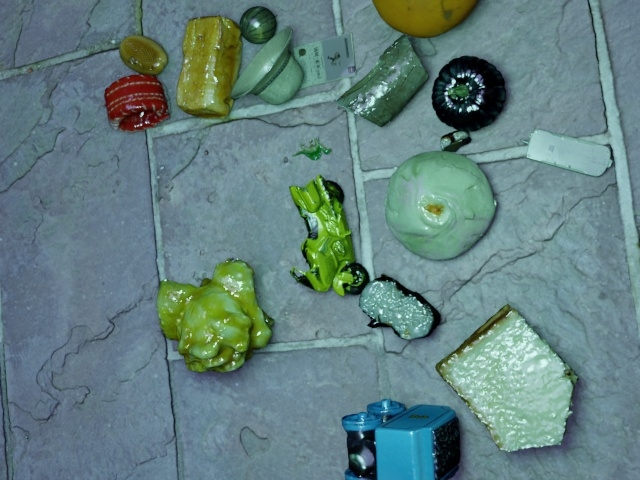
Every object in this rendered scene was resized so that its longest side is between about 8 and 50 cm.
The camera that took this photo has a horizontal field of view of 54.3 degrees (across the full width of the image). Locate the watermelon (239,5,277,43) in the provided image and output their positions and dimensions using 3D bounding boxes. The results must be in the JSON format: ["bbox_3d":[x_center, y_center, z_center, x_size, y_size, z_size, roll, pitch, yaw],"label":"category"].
[{"bbox_3d":[-0.173,-0.636,1.833,0.133,0.105,0.105,-36,74,-25],"label":"watermelon"}]

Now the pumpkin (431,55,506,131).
[{"bbox_3d":[0.382,-0.378,1.611,0.194,0.150,0.194,0,98,-3],"label":"pumpkin"}]

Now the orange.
[{"bbox_3d":[0.269,-0.671,1.578,0.311,0.312,0.313,-1,88,19],"label":"orange"}]

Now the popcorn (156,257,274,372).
[{"bbox_3d":[-0.313,0.228,1.736,0.321,0.325,0.290,-29,42,34],"label":"popcorn"}]

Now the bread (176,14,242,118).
[{"bbox_3d":[-0.325,-0.513,1.857,0.166,0.132,0.295,6,91,19],"label":"bread"}]

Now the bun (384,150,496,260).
[{"bbox_3d":[0.294,-0.094,1.604,0.292,0.187,0.294,-1,87,21],"label":"bun"}]

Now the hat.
[{"bbox_3d":[-0.125,-0.461,1.774,0.257,0.257,0.130,-45,117,12],"label":"hat"}]

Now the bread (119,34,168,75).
[{"bbox_3d":[-0.553,-0.579,1.967,0.189,0.077,0.114,33,78,18],"label":"bread"}]

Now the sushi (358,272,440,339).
[{"bbox_3d":[0.207,0.190,1.659,0.212,0.115,0.147,28,93,19],"label":"sushi"}]

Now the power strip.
[{"bbox_3d":[0.618,-0.223,1.581,0.226,0.029,0.080,19,96,18],"label":"power strip"}]

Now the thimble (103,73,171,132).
[{"bbox_3d":[-0.568,-0.419,1.919,0.189,0.163,0.125,-19,80,11],"label":"thimble"}]

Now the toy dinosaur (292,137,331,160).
[{"bbox_3d":[-0.030,-0.257,1.805,0.119,0.029,0.061,-21,98,19],"label":"toy dinosaur"}]

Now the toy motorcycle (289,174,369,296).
[{"bbox_3d":[0.000,0.000,1.726,0.205,0.142,0.343,-13,82,-21],"label":"toy motorcycle"}]

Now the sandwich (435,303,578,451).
[{"bbox_3d":[0.486,0.357,1.551,0.262,0.131,0.325,-43,73,11],"label":"sandwich"}]

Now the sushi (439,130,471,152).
[{"bbox_3d":[0.359,-0.269,1.671,0.083,0.044,0.046,-21,60,15],"label":"sushi"}]

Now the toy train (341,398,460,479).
[{"bbox_3d":[0.203,0.507,1.550,0.264,0.300,0.188,-4,87,29],"label":"toy train"}]

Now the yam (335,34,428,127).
[{"bbox_3d":[0.177,-0.412,1.680,0.254,0.154,0.154,-42,76,9],"label":"yam"}]

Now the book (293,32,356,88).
[{"bbox_3d":[0.012,-0.517,1.805,0.181,0.014,0.127,-8,85,19],"label":"book"}]
